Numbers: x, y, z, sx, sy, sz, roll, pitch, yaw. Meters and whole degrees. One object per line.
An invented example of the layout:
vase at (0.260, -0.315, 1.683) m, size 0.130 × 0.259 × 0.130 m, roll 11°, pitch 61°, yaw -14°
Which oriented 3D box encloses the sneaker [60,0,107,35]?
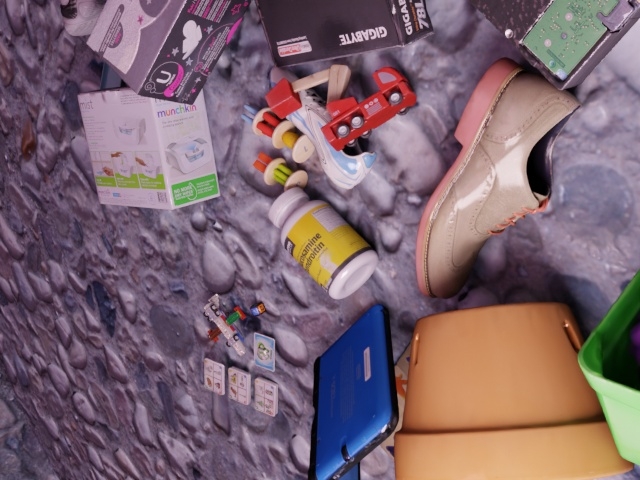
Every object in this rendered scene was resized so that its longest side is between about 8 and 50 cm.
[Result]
sneaker at (-0.413, -0.544, 1.378) m, size 0.365 × 0.137 × 0.210 m, roll -20°, pitch 94°, yaw 50°

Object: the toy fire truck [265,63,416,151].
toy fire truck at (0.029, -0.208, 1.087) m, size 0.192 × 0.047 × 0.135 m, roll -31°, pitch 70°, yaw 11°

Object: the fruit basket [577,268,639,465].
fruit basket at (0.466, 0.083, 0.695) m, size 0.392 × 0.283 × 0.392 m, roll 31°, pitch 143°, yaw 27°

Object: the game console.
game console at (0.077, 0.292, 1.170) m, size 0.173 × 0.293 × 0.250 m, roll 36°, pitch 114°, yaw -18°

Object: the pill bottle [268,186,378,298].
pill bottle at (0.000, 0.000, 1.214) m, size 0.184 × 0.103 × 0.103 m, roll 45°, pitch 132°, yaw 22°

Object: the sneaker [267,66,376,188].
sneaker at (0.003, -0.189, 1.160) m, size 0.086 × 0.085 × 0.237 m, roll -44°, pitch 73°, yaw 26°

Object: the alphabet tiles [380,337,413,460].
alphabet tiles at (0.220, 0.296, 1.183) m, size 0.285 × 0.011 × 0.343 m, roll 45°, pitch 132°, yaw 23°

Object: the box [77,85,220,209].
box at (-0.341, -0.189, 1.458) m, size 0.261 × 0.126 × 0.231 m, roll 5°, pitch 109°, yaw 44°

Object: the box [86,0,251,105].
box at (-0.246, -0.377, 1.228) m, size 0.163 × 0.142 × 0.247 m, roll 44°, pitch 112°, yaw 23°

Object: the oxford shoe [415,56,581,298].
oxford shoe at (0.221, -0.049, 0.967) m, size 0.130 × 0.123 × 0.348 m, roll 31°, pitch 127°, yaw 26°

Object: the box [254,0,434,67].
box at (-0.002, -0.399, 1.021) m, size 0.295 × 0.073 × 0.294 m, roll 10°, pitch 122°, yaw 52°

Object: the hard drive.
hard drive at (0.246, -0.374, 0.852) m, size 0.339 × 0.064 × 0.237 m, roll 51°, pitch 134°, yaw 18°

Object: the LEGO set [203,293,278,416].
LEGO set at (-0.155, 0.218, 1.513) m, size 0.182 × 0.060 × 0.244 m, roll 15°, pitch 118°, yaw 27°

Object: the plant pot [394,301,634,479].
plant pot at (0.229, 0.193, 0.953) m, size 0.290 × 0.290 × 0.204 m, roll -19°, pitch 71°, yaw 47°

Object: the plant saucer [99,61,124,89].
plant saucer at (-0.434, -0.344, 1.567) m, size 0.067 × 0.018 × 0.192 m, roll 43°, pitch 132°, yaw 24°

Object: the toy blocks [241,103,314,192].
toy blocks at (-0.084, -0.158, 1.269) m, size 0.148 × 0.054 × 0.123 m, roll 36°, pitch 128°, yaw 29°
